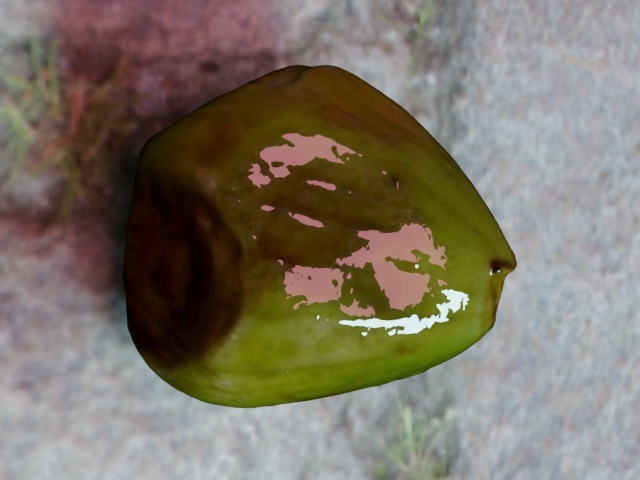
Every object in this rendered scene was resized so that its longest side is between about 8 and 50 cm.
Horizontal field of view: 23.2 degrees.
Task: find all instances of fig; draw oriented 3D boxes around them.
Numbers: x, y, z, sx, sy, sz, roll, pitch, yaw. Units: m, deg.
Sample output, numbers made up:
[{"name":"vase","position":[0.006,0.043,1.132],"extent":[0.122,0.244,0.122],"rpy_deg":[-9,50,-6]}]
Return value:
[{"name":"fig","position":[0.000,0.000,0.678],"extent":[0.165,0.154,0.144],"rpy_deg":[13,129,0]}]
